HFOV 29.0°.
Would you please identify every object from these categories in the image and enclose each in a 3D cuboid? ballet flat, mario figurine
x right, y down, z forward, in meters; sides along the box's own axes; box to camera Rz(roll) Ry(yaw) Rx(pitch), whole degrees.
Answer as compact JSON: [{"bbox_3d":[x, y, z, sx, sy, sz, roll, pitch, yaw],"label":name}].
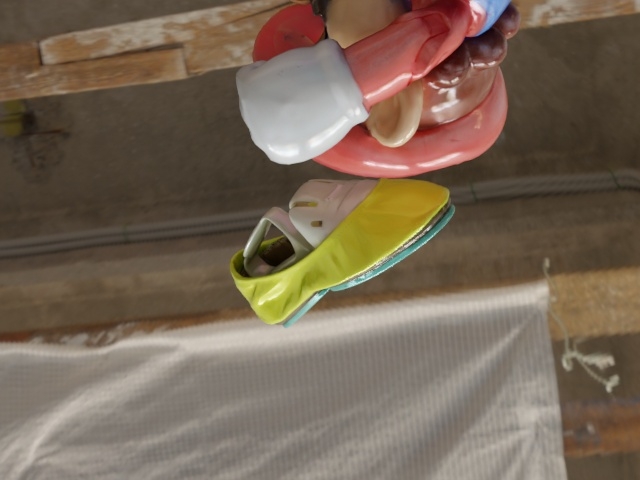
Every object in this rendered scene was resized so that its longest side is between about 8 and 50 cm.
[{"bbox_3d":[0.000,0.000,0.852,0.077,0.077,0.231,46,-33,-7],"label":"ballet flat"},{"bbox_3d":[0.044,-0.154,0.596,0.170,0.198,0.320,63,-35,21],"label":"mario figurine"}]
